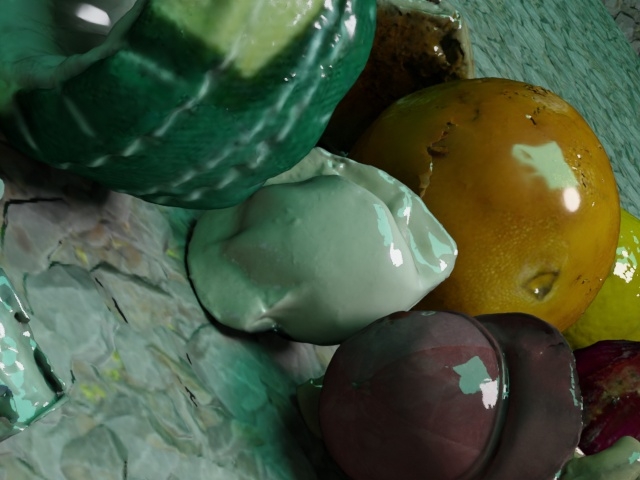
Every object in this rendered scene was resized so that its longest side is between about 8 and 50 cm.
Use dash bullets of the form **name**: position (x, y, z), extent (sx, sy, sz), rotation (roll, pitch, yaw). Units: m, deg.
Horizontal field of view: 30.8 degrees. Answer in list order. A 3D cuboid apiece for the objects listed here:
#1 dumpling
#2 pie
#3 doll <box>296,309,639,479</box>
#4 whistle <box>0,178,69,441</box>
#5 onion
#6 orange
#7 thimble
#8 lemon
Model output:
- **dumpling**: position (-0.001, 0.000, 0.824), extent (0.092, 0.177, 0.150), rotation (21, 53, -74)
- **pie**: position (0.054, -0.144, 1.048), extent (0.195, 0.195, 0.046), rotation (40, 41, -25)
- **doll**: position (0.115, 0.142, 0.800), extent (0.256, 0.196, 0.152), rotation (46, 27, -29)
- **whistle**: position (-0.229, -0.059, 0.555), extent (0.346, 0.134, 0.142), rotation (60, 17, -3)
- **onion**: position (0.263, 0.143, 1.009), extent (0.140, 0.218, 0.195), rotation (32, 27, 20)
- **orange**: position (0.128, -0.018, 0.959), extent (0.240, 0.240, 0.240), rotation (39, 30, -27)
- **thimble**: position (-0.104, -0.167, 0.742), extent (0.167, 0.254, 0.288), rotation (25, 25, -47)
- **lemon**: position (0.258, 0.044, 1.150), extent (0.178, 0.178, 0.203), rotation (60, -7, 13)
